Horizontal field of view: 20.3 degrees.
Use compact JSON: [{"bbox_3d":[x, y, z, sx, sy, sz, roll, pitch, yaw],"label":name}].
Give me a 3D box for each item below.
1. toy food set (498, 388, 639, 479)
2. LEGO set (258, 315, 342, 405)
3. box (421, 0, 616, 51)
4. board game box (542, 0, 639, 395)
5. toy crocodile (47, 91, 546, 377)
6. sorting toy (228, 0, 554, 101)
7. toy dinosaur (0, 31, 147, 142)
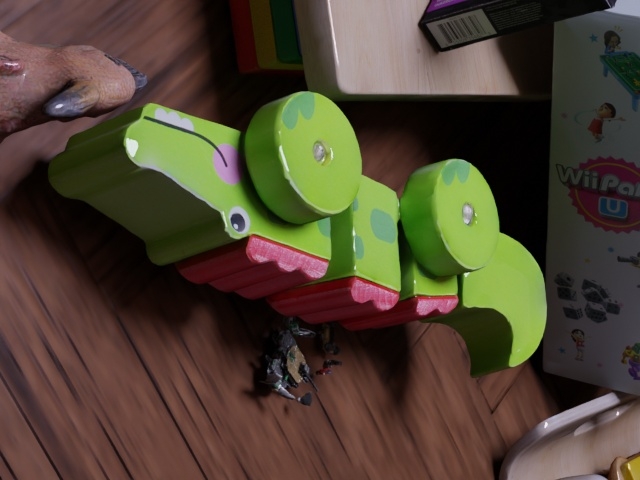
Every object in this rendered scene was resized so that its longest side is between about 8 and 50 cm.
[{"bbox_3d":[0.256,0.247,1.228,0.220,0.092,0.306,-13,80,-51],"label":"toy food set"},{"bbox_3d":[-0.015,0.069,1.023,0.083,0.023,0.054,16,72,-63],"label":"LEGO set"},{"bbox_3d":[0.135,-0.182,1.041,0.029,0.116,0.162,53,44,-29],"label":"box"},{"bbox_3d":[0.231,-0.080,1.205,0.224,0.097,0.303,-56,152,-44],"label":"board game box"},{"bbox_3d":[0.000,0.000,0.971,0.340,0.115,0.105,19,63,-48],"label":"toy crocodile"},{"bbox_3d":[0.036,-0.207,1.089,0.255,0.089,0.257,-5,86,-52],"label":"sorting toy"},{"bbox_3d":[-0.222,-0.008,0.600,0.295,0.200,0.127,-49,130,-18],"label":"toy dinosaur"}]
